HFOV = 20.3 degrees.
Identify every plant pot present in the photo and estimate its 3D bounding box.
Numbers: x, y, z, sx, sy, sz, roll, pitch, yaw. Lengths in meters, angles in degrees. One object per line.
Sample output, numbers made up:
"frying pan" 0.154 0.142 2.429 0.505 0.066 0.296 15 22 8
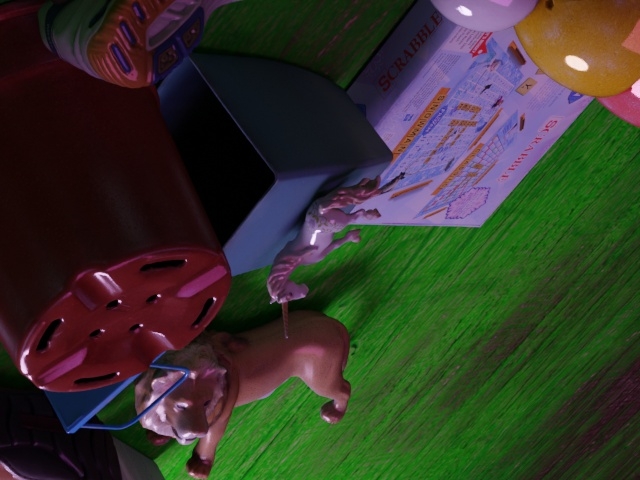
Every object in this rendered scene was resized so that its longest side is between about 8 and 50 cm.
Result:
"plant pot" -0.051 -0.080 1.791 0.234 0.165 0.166 -11 147 -49
"plant pot" -0.224 -0.028 1.577 0.272 0.265 0.272 -24 152 -14

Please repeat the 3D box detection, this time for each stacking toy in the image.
"stacking toy" 0.309 -0.250 1.798 0.479 0.351 0.351 8 137 -26

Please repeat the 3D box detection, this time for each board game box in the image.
"board game box" 0.155 -0.142 1.988 0.318 0.066 0.319 1 138 -46

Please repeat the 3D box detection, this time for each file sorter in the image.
"file sorter" -0.236 0.103 1.893 0.118 0.170 0.104 -41 155 18

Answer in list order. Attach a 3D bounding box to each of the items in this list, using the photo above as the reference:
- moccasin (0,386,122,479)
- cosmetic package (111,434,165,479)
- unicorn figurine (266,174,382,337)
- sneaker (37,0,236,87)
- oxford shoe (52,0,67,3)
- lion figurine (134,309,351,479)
"moccasin" -0.364 0.251 2.047 0.147 0.139 0.380 -26 161 23
"cosmetic package" -0.276 0.362 2.301 0.151 0.151 0.184 -33 152 4
"unicorn figurine" 0.000 0.000 1.758 0.111 0.060 0.162 -25 142 -39
"sneaker" -0.116 -0.246 1.521 0.296 0.131 0.112 -39 130 -30
"oxford shoe" -0.160 -0.285 1.435 0.212 0.076 0.076 -41 121 5
"lion figurine" -0.082 0.161 2.215 0.392 0.142 0.240 -27 148 -40
